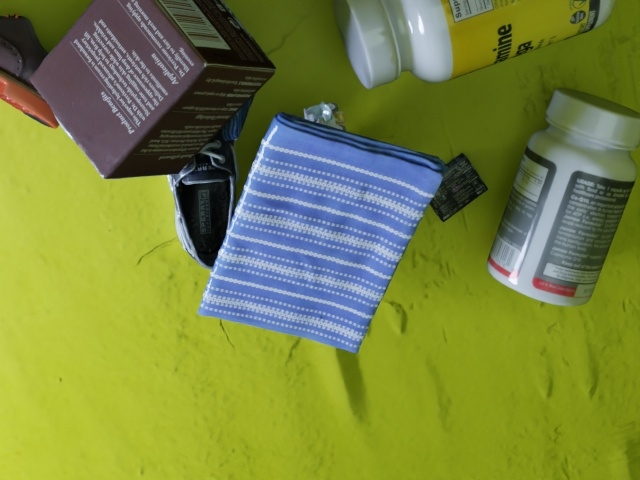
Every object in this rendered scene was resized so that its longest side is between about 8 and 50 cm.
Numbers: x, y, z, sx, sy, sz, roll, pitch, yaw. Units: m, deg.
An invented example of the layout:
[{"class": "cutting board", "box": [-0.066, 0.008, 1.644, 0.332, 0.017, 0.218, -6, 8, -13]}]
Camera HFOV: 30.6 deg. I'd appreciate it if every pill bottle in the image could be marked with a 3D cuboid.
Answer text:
[{"class": "pill bottle", "box": [0.356, -0.063, 1.676, 0.161, 0.161, 0.283, 11, 108, -18]}, {"class": "pill bottle", "box": [0.195, -0.317, 1.521, 0.334, 0.188, 0.187, -20, 114, -5]}]

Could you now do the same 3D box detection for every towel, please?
[{"class": "towel", "box": [-0.105, -0.194, 1.529, 0.029, 0.119, 0.067, 15, 149, 5]}, {"class": "towel", "box": [0.000, 0.000, 1.551, 0.243, 0.040, 0.336, 15, 122, -15]}]

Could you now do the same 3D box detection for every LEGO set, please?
[{"class": "LEGO set", "box": [-0.015, -0.064, 1.611, 0.107, 0.132, 0.287, -3, 125, 0]}]

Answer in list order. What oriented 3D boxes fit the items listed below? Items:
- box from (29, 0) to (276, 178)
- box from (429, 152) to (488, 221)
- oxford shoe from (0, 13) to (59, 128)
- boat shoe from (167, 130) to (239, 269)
[{"class": "box", "box": [-0.202, -0.202, 1.418, 0.203, 0.167, 0.168, -43, 77, 24]}, {"class": "box", "box": [0.193, -0.077, 1.707, 0.083, 0.018, 0.067, -37, 115, 2]}, {"class": "oxford shoe", "box": [-0.420, -0.252, 1.456, 0.271, 0.097, 0.098, 36, 81, -30]}, {"class": "boat shoe", "box": [-0.161, -0.106, 1.560, 0.108, 0.102, 0.301, -5, 112, -12]}]
